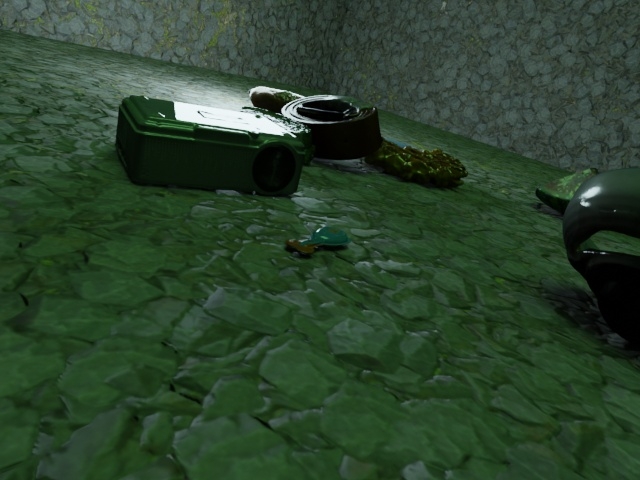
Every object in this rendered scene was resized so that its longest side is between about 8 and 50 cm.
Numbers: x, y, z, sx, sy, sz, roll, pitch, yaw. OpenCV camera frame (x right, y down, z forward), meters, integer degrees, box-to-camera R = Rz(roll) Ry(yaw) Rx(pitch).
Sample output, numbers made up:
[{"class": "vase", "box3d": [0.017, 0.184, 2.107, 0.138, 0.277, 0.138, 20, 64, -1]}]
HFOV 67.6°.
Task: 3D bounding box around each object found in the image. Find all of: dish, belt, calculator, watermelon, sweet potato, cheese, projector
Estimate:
[{"class": "dish", "box3d": [0.387, 0.057, 0.548, 0.273, 0.134, 0.273, 41, -10, 8]}, {"class": "belt", "box3d": [0.026, -0.267, 1.119, 0.261, 0.105, 0.184, 20, 43, 40]}, {"class": "calculator", "box3d": [0.198, -0.276, 1.421, 0.121, 0.039, 0.210, 24, 22, 18]}, {"class": "watermelon", "box3d": [0.637, -0.108, 1.233, 0.146, 0.128, 0.231, -5, -5, 29]}, {"class": "sweet potato", "box3d": [-0.044, -0.360, 1.394, 0.385, 0.109, 0.109, 26, 23, 16]}, {"class": "cheese", "box3d": [0.000, -0.001, 0.598, 0.047, 0.017, 0.111, 23, 22, 30]}, {"class": "projector", "box3d": [-0.173, -0.152, 0.755, 0.257, 0.099, 0.192, 2, 25, -31]}]

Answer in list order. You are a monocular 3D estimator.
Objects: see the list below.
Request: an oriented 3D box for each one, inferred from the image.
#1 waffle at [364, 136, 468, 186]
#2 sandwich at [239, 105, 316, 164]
[{"class": "waffle", "box3d": [0.228, -0.200, 1.212, 0.293, 0.069, 0.259, 11, 25, -9]}, {"class": "sandwich", "box3d": [-0.130, -0.237, 1.032, 0.159, 0.079, 0.235, -6, 29, -44]}]
